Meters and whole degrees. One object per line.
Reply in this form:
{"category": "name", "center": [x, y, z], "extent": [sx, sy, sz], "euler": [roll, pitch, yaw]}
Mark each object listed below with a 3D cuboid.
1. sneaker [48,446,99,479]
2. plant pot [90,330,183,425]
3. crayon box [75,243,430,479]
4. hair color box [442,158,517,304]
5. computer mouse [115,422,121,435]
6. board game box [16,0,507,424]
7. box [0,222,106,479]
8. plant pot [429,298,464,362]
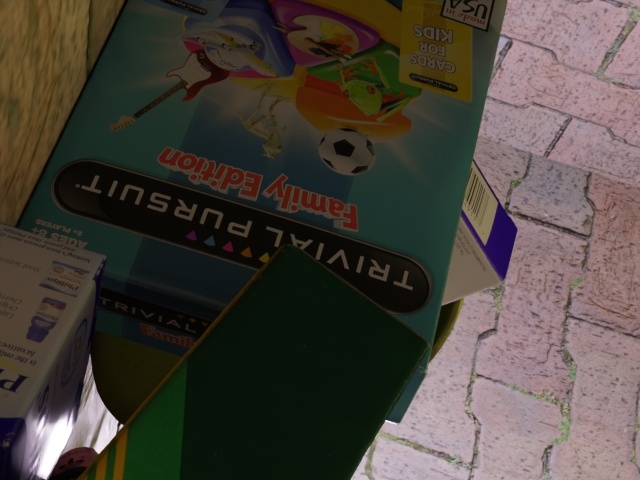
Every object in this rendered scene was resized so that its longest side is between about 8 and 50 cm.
{"category": "sneaker", "center": [-0.227, 0.248, 1.038], "extent": [0.319, 0.112, 0.131], "euler": [104, -21, -75]}
{"category": "plant pot", "center": [-0.093, 0.062, 1.027], "extent": [0.293, 0.274, 0.275], "euler": [-45, -157, 50]}
{"category": "crayon box", "center": [-0.118, 0.218, 0.607], "extent": [0.363, 0.106, 0.313], "euler": [-56, 177, 38]}
{"category": "hair color box", "center": [0.000, 0.000, 1.155], "extent": [0.339, 0.185, 0.110], "euler": [-23, -159, 28]}
{"category": "computer mouse", "center": [-0.263, 0.262, 1.592], "extent": [0.071, 0.041, 0.242], "euler": [113, -5, -70]}
{"category": "board game box", "center": [-0.025, -0.074, 0.788], "extent": [0.079, 0.253, 0.336], "euler": [108, -1, -55]}
{"category": "box", "center": [-0.163, 0.082, 0.561], "extent": [0.137, 0.072, 0.126], "euler": [-73, -179, -53]}
{"category": "plant pot", "center": [-0.038, -0.018, 1.461], "extent": [0.353, 0.366, 0.366], "euler": [-115, -139, -70]}
